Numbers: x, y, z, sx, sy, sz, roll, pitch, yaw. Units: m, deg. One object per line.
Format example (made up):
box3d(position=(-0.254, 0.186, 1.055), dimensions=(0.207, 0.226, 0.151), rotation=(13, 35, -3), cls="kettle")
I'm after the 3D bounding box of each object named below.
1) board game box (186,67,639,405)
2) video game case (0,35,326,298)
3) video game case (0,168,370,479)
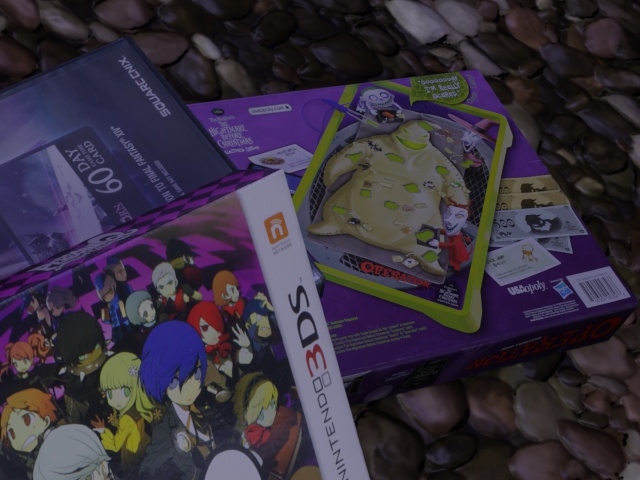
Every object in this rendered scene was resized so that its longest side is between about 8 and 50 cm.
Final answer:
box3d(position=(0.000, 0.000, 0.946), dimensions=(0.347, 0.056, 0.208), rotation=(-10, 60, -32), cls="board game box")
box3d(position=(-0.164, 0.015, 0.820), dimensions=(0.274, 0.026, 0.196), rotation=(-27, 63, -25), cls="video game case")
box3d(position=(-0.080, 0.102, 0.732), dimensions=(0.232, 0.042, 0.210), rotation=(-27, 108, -40), cls="video game case")
